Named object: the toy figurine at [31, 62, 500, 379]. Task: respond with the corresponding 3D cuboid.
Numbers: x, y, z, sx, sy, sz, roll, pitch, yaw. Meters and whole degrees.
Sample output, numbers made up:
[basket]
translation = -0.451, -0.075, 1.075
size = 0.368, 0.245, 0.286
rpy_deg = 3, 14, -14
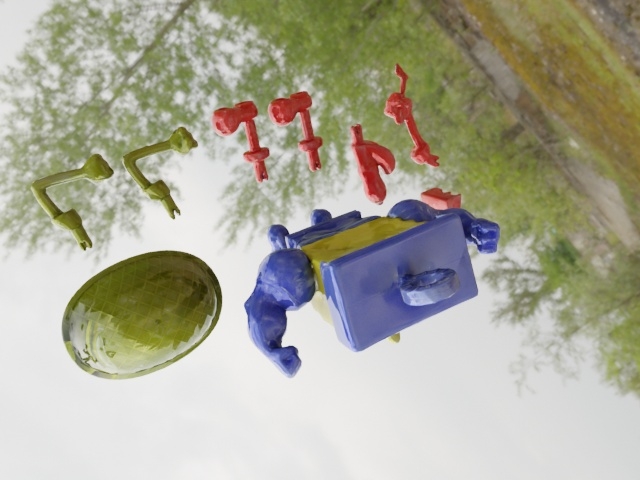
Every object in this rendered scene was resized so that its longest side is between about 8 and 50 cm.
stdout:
[toy figurine]
translation = 0.000, 0.000, 0.510
size = 0.217, 0.362, 0.191
rpy_deg = 25, 129, 58
